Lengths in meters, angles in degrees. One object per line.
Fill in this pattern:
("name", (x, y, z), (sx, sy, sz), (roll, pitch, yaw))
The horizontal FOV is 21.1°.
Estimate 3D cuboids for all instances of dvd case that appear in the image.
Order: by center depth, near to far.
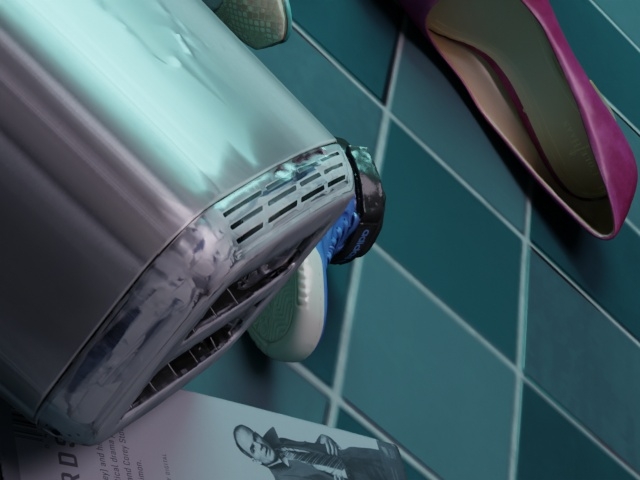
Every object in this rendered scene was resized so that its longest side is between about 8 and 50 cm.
("dvd case", (-0.033, 0.142, 0.675), (0.238, 0.029, 0.179), (19, 45, -43))

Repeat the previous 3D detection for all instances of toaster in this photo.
("toaster", (-0.086, -0.021, 0.636), (0.146, 0.129, 0.227), (41, 21, 7))

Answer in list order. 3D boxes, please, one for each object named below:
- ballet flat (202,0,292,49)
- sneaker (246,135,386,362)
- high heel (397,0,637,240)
("ballet flat", (-0.069, -0.167, 0.927), (0.052, 0.057, 0.168), (-11, 62, -28))
("sneaker", (0.001, -0.001, 0.835), (0.084, 0.058, 0.152), (18, 39, -33))
("high heel", (0.116, -0.105, 1.083), (0.244, 0.082, 0.117), (49, 25, -28))
